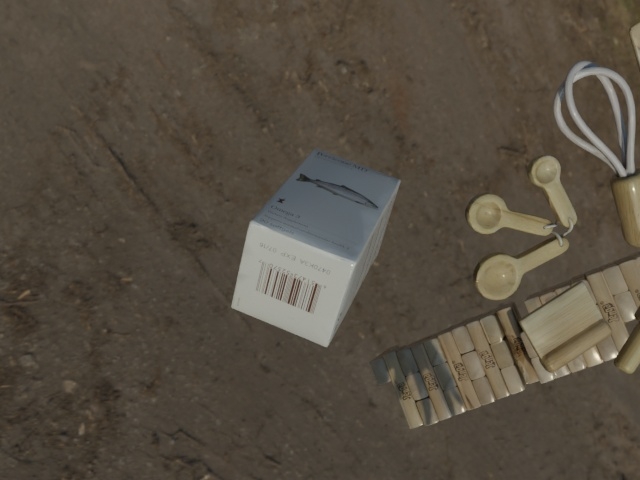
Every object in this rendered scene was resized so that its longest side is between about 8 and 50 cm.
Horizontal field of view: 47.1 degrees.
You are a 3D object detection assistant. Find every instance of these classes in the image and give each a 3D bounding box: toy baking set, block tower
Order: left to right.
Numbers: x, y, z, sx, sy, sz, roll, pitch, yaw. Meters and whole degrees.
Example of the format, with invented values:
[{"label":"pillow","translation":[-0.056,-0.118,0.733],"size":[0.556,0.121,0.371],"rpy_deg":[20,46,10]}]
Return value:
[{"label":"block tower","translation":[0.230,0.112,0.817],"size":[0.097,0.335,0.091],"rpy_deg":[69,18,7]},{"label":"toy baking set","translation":[0.220,-0.022,0.539],"size":[0.196,0.030,0.256],"rpy_deg":[33,95,-18]}]

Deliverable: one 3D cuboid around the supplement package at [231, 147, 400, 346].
[{"label":"supplement package","translation":[0.000,0.000,0.735],"size":[0.105,0.105,0.179],"rpy_deg":[21,33,8]}]
